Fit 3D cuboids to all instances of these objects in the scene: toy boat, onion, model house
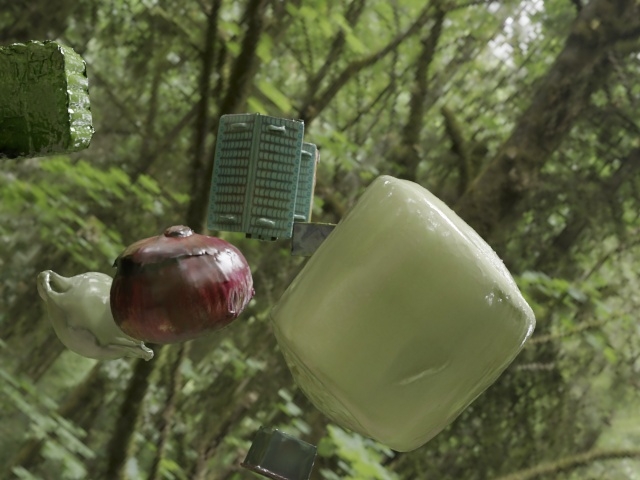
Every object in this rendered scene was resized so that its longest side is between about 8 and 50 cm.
[{"bbox_3d":[0.000,0.000,1.984,0.115,0.063,0.016,4,0,26],"label":"toy boat"},{"bbox_3d":[-0.235,0.071,1.863,0.246,0.246,0.190,21,-61,58],"label":"onion"},{"bbox_3d":[-0.110,-0.114,2.138,0.198,0.224,0.215,7,-5,7],"label":"model house"}]

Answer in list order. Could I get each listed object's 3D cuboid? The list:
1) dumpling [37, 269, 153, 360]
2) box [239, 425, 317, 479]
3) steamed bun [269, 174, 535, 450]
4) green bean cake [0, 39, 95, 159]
[{"bbox_3d":[-0.415,0.146,2.047,0.258,0.147,0.193,35,-24,-1],"label":"dumpling"},{"bbox_3d":[-0.053,0.290,1.490,0.084,0.063,0.060,27,-15,-23],"label":"box"},{"bbox_3d":[0.139,0.145,1.756,0.290,0.371,0.456,39,-1,30],"label":"steamed bun"},{"bbox_3d":[-0.532,-0.256,2.069,0.200,0.214,0.113,-5,1,17],"label":"green bean cake"}]
